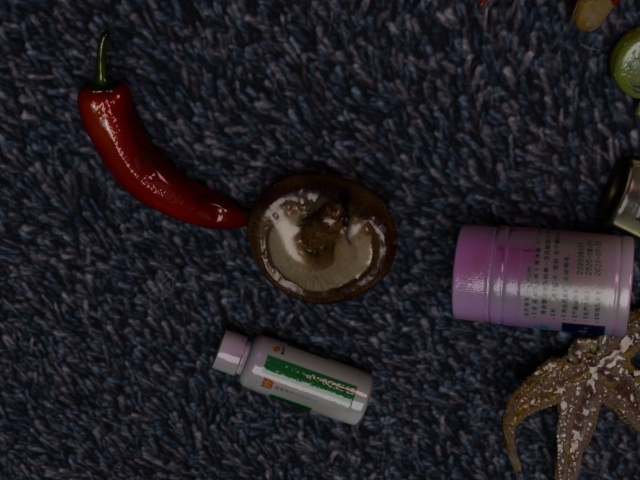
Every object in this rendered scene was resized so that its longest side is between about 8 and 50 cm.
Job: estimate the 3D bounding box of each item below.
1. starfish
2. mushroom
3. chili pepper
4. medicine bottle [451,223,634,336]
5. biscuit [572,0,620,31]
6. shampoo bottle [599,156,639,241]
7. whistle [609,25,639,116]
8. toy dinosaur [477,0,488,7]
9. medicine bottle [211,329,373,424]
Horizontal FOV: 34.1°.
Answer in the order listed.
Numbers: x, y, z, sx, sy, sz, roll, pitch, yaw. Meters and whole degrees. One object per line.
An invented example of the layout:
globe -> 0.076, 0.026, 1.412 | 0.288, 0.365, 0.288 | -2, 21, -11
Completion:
starfish -> 0.461, 0.256, 1.674 | 0.398, 0.132, 0.384 | -31, 111, -6
mushroom -> 0.004, -0.008, 1.586 | 0.231, 0.138, 0.194 | 19, 130, 7
chili pepper -> -0.255, -0.134, 1.569 | 0.137, 0.092, 0.368 | -38, 116, 0
medicine bottle -> 0.330, 0.057, 1.555 | 0.254, 0.152, 0.152 | 5, 117, 14
biscuit -> 0.425, -0.382, 1.377 | 0.234, 0.030, 0.153 | -36, 147, 7
shampoo bottle -> 0.597, -0.022, 1.552 | 0.350, 0.084, 0.126 | 17, 93, -5
whistle -> 0.479, -0.217, 1.492 | 0.104, 0.057, 0.198 | -23, 120, 8
toy dinosaur -> 0.307, -0.440, 1.392 | 0.286, 0.070, 0.139 | -27, 101, 19
medicine bottle -> -0.046, 0.220, 1.713 | 0.260, 0.095, 0.095 | 21, 115, -8
